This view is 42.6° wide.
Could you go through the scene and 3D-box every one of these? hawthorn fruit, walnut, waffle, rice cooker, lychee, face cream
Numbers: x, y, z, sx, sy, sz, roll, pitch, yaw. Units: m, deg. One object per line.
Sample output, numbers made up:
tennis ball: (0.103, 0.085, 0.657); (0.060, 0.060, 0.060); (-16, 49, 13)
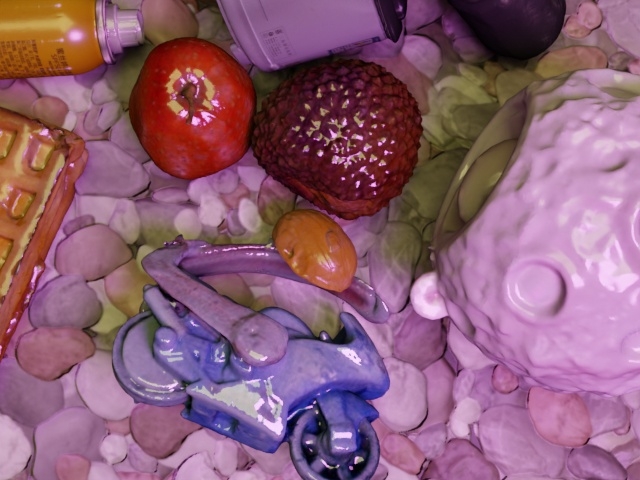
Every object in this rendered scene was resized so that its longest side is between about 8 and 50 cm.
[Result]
hawthorn fruit: (-0.145, -0.158, 0.918); (0.163, 0.203, 0.162); (1, 80, -6)
walnut: (0.000, 0.000, 0.927); (0.121, 0.091, 0.052); (49, 124, 26)
waffle: (-0.424, -0.003, 0.939); (0.224, 0.098, 0.327); (20, 83, 2)
rice cooker: (-0.007, -0.323, 0.922); (0.227, 0.280, 0.241); (-14, 80, 11)
lychee: (0.028, -0.124, 0.935); (0.188, 0.188, 0.188); (0, 82, -3)
face cream: (-0.385, -0.242, 0.969); (0.349, 0.105, 0.105); (-4, 82, -3)

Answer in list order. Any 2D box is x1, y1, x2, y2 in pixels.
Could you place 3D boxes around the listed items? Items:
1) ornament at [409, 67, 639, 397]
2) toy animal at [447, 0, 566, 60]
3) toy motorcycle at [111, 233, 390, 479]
ornament: (0.287, 0.000, 0.855); (0.337, 0.337, 0.337); (0, 82, -3)
toy animal: (0.173, -0.313, 0.917); (0.106, 0.343, 0.168); (-3, 85, 38)
toy motorcycle: (-0.055, 0.109, 0.893); (0.319, 0.182, 0.241); (26, 81, 3)
